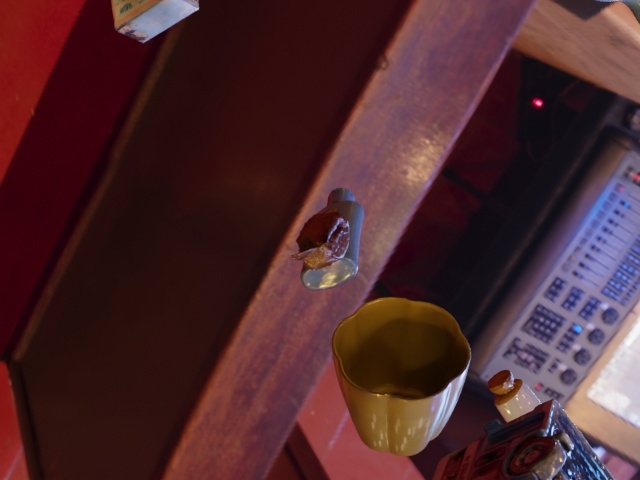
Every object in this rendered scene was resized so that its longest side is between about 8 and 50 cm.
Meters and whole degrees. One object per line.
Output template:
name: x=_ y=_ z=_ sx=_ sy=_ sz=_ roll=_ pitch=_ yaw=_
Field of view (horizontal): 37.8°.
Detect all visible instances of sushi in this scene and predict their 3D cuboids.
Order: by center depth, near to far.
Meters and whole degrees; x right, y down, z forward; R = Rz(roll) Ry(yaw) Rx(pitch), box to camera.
sushi: x=0.000 y=0.000 z=1.180 sx=0.055 sy=0.120 sz=0.052 roll=-17 pitch=115 yaw=22

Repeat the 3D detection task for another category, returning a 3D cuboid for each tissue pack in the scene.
tissue pack: x=-0.193 y=-0.285 z=1.088 sx=0.094 sy=0.074 sz=0.058 roll=-21 pitch=157 yaw=28

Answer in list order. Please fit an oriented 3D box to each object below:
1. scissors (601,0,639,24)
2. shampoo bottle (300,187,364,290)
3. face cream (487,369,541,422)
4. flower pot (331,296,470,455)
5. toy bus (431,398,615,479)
scissors: x=0.448 y=-0.231 z=1.144 sx=0.192 sy=0.029 sz=0.447 roll=-35 pitch=103 yaw=-13
shampoo bottle: x=0.026 y=-0.011 z=1.670 sx=0.103 sy=0.258 sz=0.061 roll=-22 pitch=117 yaw=19
face cream: x=0.351 y=0.300 z=1.583 sx=0.072 sy=0.051 sz=0.182 roll=-45 pitch=102 yaw=-30
flower pot: x=0.115 y=0.211 z=1.360 sx=0.195 sy=0.195 sz=0.179 roll=-17 pitch=133 yaw=-15
toy bus: x=0.120 y=0.240 z=0.627 sx=0.131 sy=0.297 sz=0.106 roll=-33 pitch=99 yaw=30
